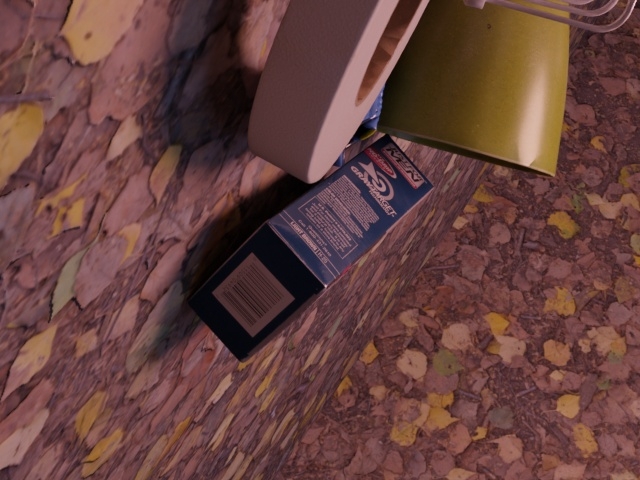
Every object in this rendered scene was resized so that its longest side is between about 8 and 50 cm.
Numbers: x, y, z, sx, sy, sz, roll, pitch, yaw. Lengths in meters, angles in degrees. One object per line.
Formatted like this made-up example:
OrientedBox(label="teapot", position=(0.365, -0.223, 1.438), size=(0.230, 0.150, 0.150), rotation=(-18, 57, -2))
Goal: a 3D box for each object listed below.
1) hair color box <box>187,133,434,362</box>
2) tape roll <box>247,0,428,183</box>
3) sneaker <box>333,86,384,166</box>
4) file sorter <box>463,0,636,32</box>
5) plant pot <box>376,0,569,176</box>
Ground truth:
OrientedBox(label="hair color box", position=(0.000, 0.000, 1.254), size=(0.174, 0.105, 0.347), rotation=(-43, 179, 35))
OrientedBox(label="tape roll", position=(0.053, -0.238, 0.965), size=(0.392, 0.072, 0.392), rotation=(-61, 175, -9))
OrientedBox(label="sneaker", position=(0.050, -0.169, 1.217), size=(0.209, 0.082, 0.069), rotation=(-53, 164, -29))
OrientedBox(label="file sorter", position=(0.251, -0.356, 1.081), size=(0.278, 0.173, 0.193), rotation=(-87, -168, -65))
OrientedBox(label="plant pot", position=(0.221, -0.263, 1.341), size=(0.275, 0.274, 0.294), rotation=(-4, 109, -75))
